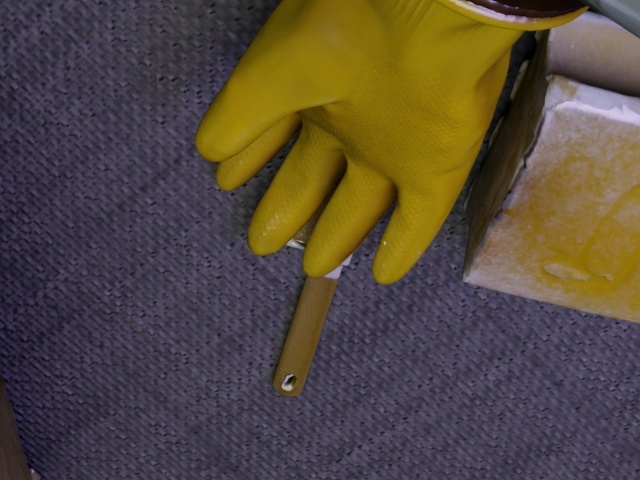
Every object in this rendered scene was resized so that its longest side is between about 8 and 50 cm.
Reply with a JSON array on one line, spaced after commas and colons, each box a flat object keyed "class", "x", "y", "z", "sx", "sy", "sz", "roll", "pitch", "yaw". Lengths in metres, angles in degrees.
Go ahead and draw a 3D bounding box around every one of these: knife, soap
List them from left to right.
[{"class": "knife", "x": 0.000, "y": 0.001, "z": 0.787, "sx": 0.046, "sy": 0.022, "sz": 0.256, "roll": 17, "pitch": 121, "yaw": 0}, {"class": "soap", "x": 0.232, "y": -0.019, "z": 0.700, "sx": 0.274, "sy": 0.089, "sz": 0.173, "roll": 12, "pitch": 139, "yaw": -4}]

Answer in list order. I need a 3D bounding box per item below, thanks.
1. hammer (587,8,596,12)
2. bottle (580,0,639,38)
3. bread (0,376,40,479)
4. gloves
[{"class": "hammer", "x": 0.143, "y": -0.147, "z": 0.678, "sx": 0.289, "sy": 0.037, "sz": 0.137, "roll": 21, "pitch": 122, "yaw": -8}, {"class": "bottle", "x": 0.082, "y": -0.236, "z": 0.484, "sx": 0.351, "sy": 0.229, "sz": 0.229, "roll": 39, "pitch": 124, "yaw": 26}, {"class": "bread", "x": -0.304, "y": 0.136, "z": 0.721, "sx": 0.242, "sy": 0.405, "sz": 0.346, "roll": -13, "pitch": 108, "yaw": 0}, {"class": "gloves", "x": 0.026, "y": -0.067, "z": 0.667, "sx": 0.133, "sy": 0.116, "sz": 0.294, "roll": 45, "pitch": 141, "yaw": 9}]
